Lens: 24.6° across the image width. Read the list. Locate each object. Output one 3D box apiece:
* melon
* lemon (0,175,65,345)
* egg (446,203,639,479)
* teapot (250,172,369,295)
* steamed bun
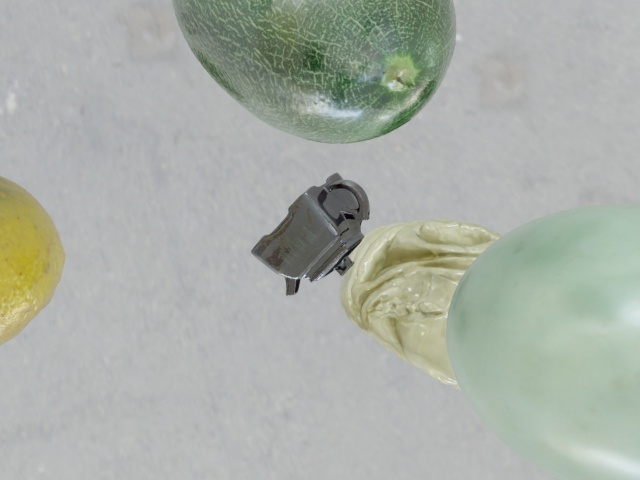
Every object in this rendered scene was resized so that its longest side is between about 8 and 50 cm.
[{"bbox_3d":[-0.004,-0.169,1.070,0.182,0.288,0.182,-19,130,-23],"label":"melon"},{"bbox_3d":[-0.476,0.029,1.943,0.310,0.253,0.254,-26,132,-49],"label":"lemon"},{"bbox_3d":[0.302,0.105,1.372,0.276,0.389,0.276,-33,130,-50],"label":"egg"},{"bbox_3d":[0.000,0.000,1.727,0.096,0.087,0.177,48,124,7],"label":"teapot"},{"bbox_3d":[0.178,0.074,1.959,0.276,0.289,0.203,27,93,-22],"label":"steamed bun"}]
